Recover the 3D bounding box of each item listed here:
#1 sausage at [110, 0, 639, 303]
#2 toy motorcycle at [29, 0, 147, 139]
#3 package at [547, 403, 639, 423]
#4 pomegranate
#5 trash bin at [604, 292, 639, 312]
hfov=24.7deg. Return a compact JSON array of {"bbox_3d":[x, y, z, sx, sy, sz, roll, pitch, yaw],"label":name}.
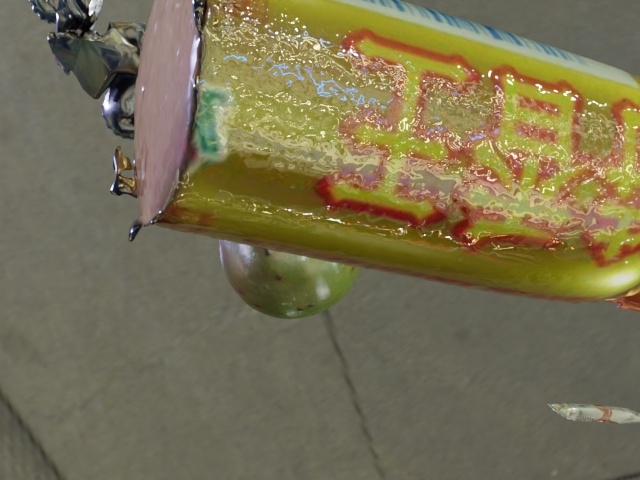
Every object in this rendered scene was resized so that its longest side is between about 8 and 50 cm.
[{"bbox_3d":[0.069,-0.030,0.648,0.317,0.117,0.125,14,114,-18],"label":"sausage"},{"bbox_3d":[-0.272,-0.270,1.921,0.159,0.106,0.270,-35,83,22],"label":"toy motorcycle"},{"bbox_3d":[0.307,0.191,1.614,0.110,0.037,0.015,5,98,-9],"label":"package"},{"bbox_3d":[0.000,0.000,1.003,0.142,0.114,0.114,3,99,25],"label":"pomegranate"},{"bbox_3d":[0.407,-0.004,1.844,0.184,0.238,0.161,17,80,-4],"label":"trash bin"}]
